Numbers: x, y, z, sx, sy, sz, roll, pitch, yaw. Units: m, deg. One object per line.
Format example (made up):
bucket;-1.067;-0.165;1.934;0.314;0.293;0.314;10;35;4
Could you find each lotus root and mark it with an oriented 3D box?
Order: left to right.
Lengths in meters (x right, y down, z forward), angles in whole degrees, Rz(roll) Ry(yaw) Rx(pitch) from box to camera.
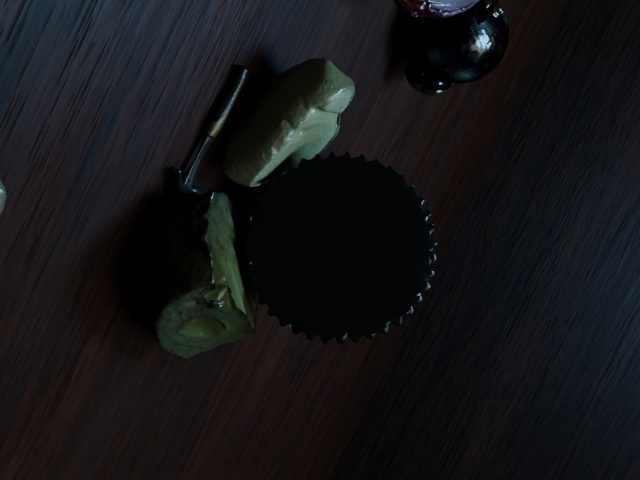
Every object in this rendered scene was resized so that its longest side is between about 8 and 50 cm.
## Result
lotus root;-0.183;0.057;1.128;0.314;0.142;0.210;79;5;-54

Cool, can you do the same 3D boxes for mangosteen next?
mangosteen;0.270;-0.415;1.560;0.243;0.243;0.243;-51;158;-31

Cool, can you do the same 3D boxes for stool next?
stool;0.026;0.026;1.305;0.297;0.297;0.330;-61;179;-5

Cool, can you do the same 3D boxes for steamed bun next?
steamed bun;-0.041;-0.195;1.169;0.212;0.110;0.231;-47;173;28

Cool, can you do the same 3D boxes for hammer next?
hammer;-0.154;-0.155;1.069;0.201;0.021;0.078;-63;161;0

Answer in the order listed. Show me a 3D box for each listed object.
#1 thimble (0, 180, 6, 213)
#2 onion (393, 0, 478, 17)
thimble;-0.360;-0.007;0.553;0.229;0.148;0.196;-40;151;-44
onion;0.163;-0.471;1.278;0.283;0.120;0.227;-44;113;-35
